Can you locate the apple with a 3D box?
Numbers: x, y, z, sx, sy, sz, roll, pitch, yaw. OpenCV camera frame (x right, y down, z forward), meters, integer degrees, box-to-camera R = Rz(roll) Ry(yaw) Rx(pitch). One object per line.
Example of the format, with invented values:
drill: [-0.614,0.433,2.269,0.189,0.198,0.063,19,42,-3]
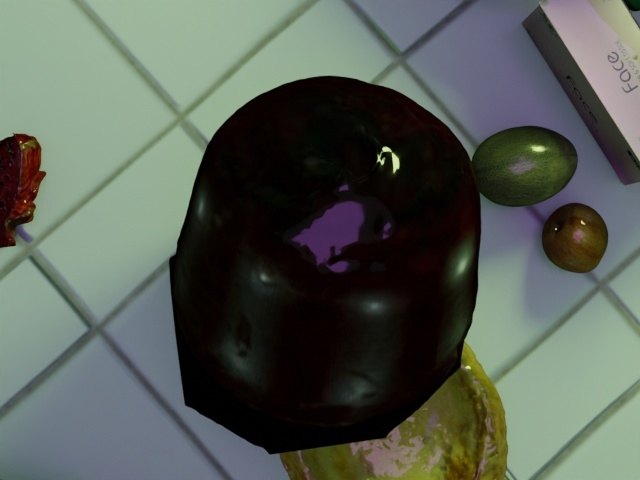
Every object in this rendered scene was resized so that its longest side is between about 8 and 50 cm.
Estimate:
apple: [0.313,-0.002,1.931,0.071,0.084,0.084,25,88,-29]

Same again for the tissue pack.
tissue pack: [0.351,-0.192,1.901,0.092,0.148,0.246,-33,89,-2]

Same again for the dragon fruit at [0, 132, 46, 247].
dragon fruit: [-0.369,-0.060,1.921,0.097,0.063,0.131,-11,90,30]

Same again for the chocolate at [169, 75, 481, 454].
chocolate: [0.000,0.000,1.726,0.384,0.331,0.383,-1,60,2]

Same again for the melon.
melon: [0.247,-0.090,1.919,0.131,0.098,0.098,-8,90,0]

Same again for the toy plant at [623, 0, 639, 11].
toy plant: [0.426,-0.396,1.920,0.233,0.112,0.243,9,90,6]

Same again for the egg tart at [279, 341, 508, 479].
egg tart: [0.086,0.231,1.898,0.294,0.123,0.294,0,89,0]
